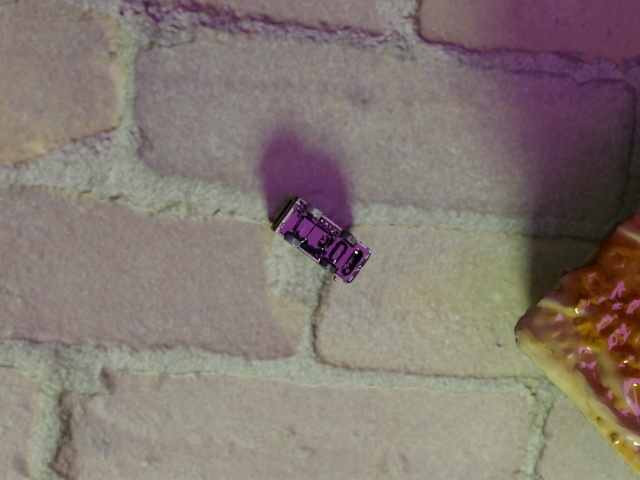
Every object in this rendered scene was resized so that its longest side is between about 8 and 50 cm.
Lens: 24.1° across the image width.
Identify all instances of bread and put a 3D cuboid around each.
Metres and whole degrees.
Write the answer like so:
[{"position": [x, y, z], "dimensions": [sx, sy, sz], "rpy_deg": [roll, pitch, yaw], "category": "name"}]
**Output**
[{"position": [0.457, 0.111, 1.575], "dimensions": [0.371, 0.279, 0.390], "rpy_deg": [-44, 82, 2], "category": "bread"}]

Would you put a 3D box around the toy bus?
[{"position": [0.000, 0.000, 1.611], "dimensions": [0.102, 0.058, 0.052], "rpy_deg": [36, 88, -12], "category": "toy bus"}]
